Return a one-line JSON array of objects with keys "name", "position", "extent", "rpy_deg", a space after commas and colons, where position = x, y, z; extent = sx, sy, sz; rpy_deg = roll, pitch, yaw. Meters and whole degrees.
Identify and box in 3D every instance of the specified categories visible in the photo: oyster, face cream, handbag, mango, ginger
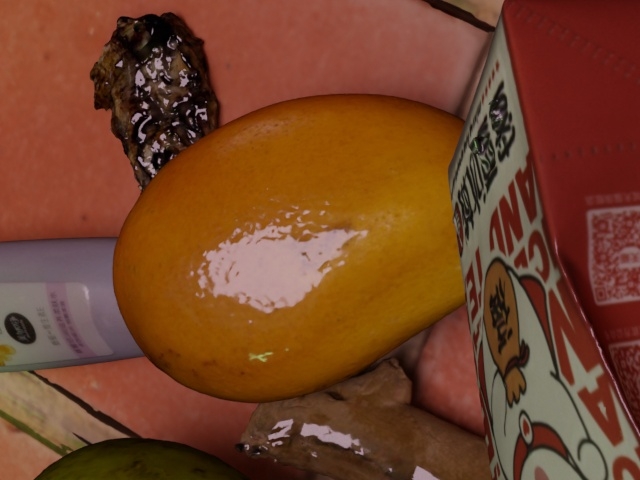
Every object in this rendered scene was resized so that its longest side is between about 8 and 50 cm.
[{"name": "oyster", "position": [-0.086, -0.063, 0.802], "extent": [0.086, 0.029, 0.132], "rpy_deg": [-42, 74, 23]}, {"name": "face cream", "position": [-0.173, 0.038, 0.833], "extent": [0.198, 0.057, 0.084], "rpy_deg": [-7, 119, 29]}, {"name": "handbag", "position": [0.140, 0.063, 0.548], "extent": [0.151, 0.171, 0.298], "rpy_deg": [-3, 69, -5]}, {"name": "mango", "position": [0.000, 0.000, 0.720], "extent": [0.219, 0.112, 0.144], "rpy_deg": [-18, 74, 16]}, {"name": "ginger", "position": [0.106, 0.157, 0.687], "extent": [0.334, 0.081, 0.148], "rpy_deg": [35, 109, 28]}]

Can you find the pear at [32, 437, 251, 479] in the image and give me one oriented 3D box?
[{"name": "pear", "position": [-0.071, 0.240, 0.728], "extent": [0.281, 0.176, 0.286], "rpy_deg": [68, 154, 24]}]
